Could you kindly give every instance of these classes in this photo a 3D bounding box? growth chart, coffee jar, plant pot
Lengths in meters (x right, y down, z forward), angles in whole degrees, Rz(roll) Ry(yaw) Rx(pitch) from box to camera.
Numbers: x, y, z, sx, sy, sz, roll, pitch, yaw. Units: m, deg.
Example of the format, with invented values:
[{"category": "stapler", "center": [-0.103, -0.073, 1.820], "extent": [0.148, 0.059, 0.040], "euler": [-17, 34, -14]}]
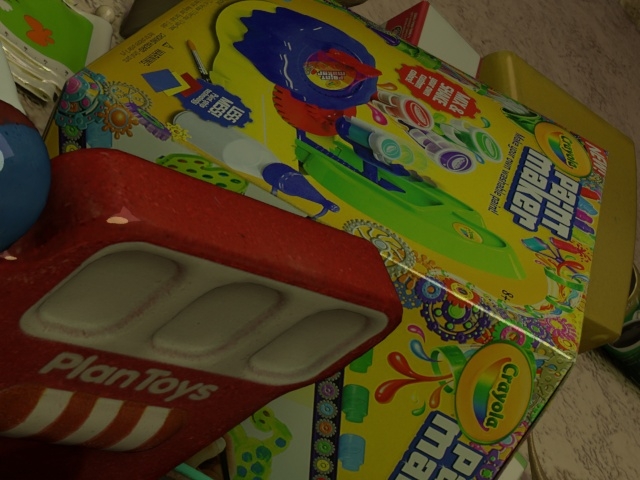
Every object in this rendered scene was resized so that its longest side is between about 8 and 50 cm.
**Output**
[{"category": "growth chart", "center": [-0.232, -0.176, 0.889], "extent": [0.237, 0.021, 0.172], "euler": [32, 31, -36]}, {"category": "coffee jar", "center": [0.331, 0.084, 1.394], "extent": [0.184, 0.096, 0.079], "euler": [37, 27, -29]}, {"category": "plant pot", "center": [0.140, 0.003, 1.081], "extent": [0.212, 0.212, 0.187], "euler": [26, 48, -43]}]

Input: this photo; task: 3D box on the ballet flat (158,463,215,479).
[{"category": "ballet flat", "center": [-0.005, 0.217, 0.677], "extent": [0.280, 0.095, 0.096], "euler": [36, 55, -20]}]

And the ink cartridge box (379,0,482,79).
[{"category": "ink cartridge box", "center": [0.027, -0.087, 0.992], "extent": [0.072, 0.175, 0.127], "euler": [40, 47, -27]}]

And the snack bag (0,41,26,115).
[{"category": "snack bag", "center": [-0.324, -0.151, 0.548], "extent": [0.342, 0.037, 0.323], "euler": [-4, 53, -32]}]

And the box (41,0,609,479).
[{"category": "box", "center": [0.000, 0.000, 0.770], "extent": [0.279, 0.177, 0.290], "euler": [29, 28, 1]}]

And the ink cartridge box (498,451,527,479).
[{"category": "ink cartridge box", "center": [0.031, 0.158, 0.861], "extent": [0.171, 0.056, 0.235], "euler": [51, 41, -3]}]

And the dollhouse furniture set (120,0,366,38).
[{"category": "dollhouse furniture set", "center": [-0.033, -0.249, 1.017], "extent": [0.212, 0.161, 0.242], "euler": [33, 68, -33]}]

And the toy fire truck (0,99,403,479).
[{"category": "toy fire truck", "center": [-0.145, 0.043, 0.488], "extent": [0.302, 0.254, 0.169], "euler": [22, 39, -47]}]

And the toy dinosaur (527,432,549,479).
[{"category": "toy dinosaur", "center": [0.191, 0.226, 1.059], "extent": [0.183, 0.053, 0.092], "euler": [64, 12, 8]}]
